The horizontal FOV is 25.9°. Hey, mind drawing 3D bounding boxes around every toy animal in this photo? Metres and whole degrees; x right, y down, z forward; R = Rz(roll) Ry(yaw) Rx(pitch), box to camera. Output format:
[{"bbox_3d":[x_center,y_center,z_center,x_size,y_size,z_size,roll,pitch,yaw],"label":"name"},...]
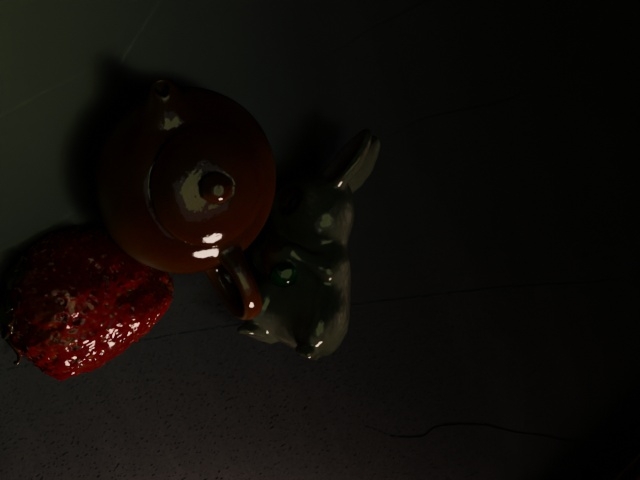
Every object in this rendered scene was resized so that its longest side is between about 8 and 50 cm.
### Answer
[{"bbox_3d":[-0.010,0.003,1.414,0.138,0.108,0.236,39,62,-69],"label":"toy animal"}]

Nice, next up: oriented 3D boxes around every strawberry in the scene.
[{"bbox_3d":[-0.215,0.066,1.324,0.187,0.082,0.147,-10,117,-32],"label":"strawberry"}]

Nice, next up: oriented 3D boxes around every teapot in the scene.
[{"bbox_3d":[-0.111,-0.035,1.301,0.178,0.135,0.252,-28,107,-17],"label":"teapot"}]

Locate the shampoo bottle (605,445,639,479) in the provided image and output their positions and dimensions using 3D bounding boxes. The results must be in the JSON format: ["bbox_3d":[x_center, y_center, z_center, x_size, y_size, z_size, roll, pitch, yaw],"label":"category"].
[{"bbox_3d":[0.385,0.350,1.747,0.323,0.084,0.129,-41,124,-14],"label":"shampoo bottle"}]
